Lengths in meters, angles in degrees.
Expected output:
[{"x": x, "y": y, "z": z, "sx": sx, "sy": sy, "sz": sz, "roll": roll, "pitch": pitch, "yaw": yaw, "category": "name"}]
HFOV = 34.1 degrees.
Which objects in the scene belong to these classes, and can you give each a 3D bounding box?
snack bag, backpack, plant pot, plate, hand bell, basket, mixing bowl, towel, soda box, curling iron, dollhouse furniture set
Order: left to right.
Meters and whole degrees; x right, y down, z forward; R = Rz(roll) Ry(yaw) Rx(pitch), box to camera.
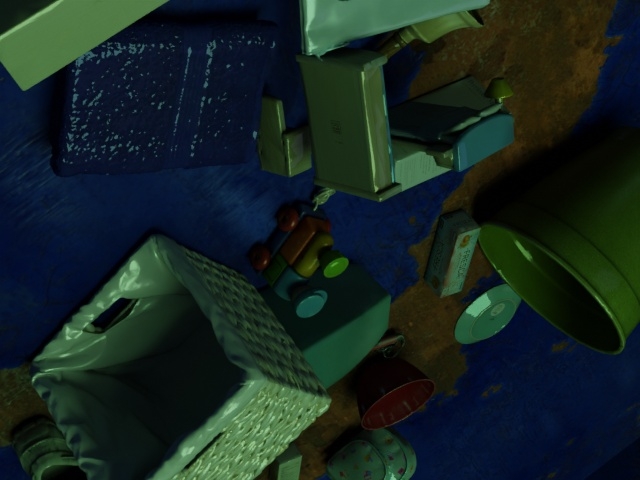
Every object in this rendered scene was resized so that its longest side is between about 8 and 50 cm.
[{"x": -0.216, "y": -0.200, "z": 1.423, "sx": 0.308, "sy": 0.076, "sz": 0.228, "roll": -8, "pitch": 128, "yaw": -34, "category": "towel"}, {"x": -0.222, "y": 0.227, "z": 1.669, "sx": 0.328, "sy": 0.331, "sz": 0.266, "roll": -45, "pitch": 149, "yaw": 11, "category": "basket"}, {"x": 0.005, "y": 0.154, "z": 1.921, "sx": 0.234, "sy": 0.166, "sz": 0.165, "roll": -29, "pitch": 144, "yaw": -26, "category": "plant pot"}, {"x": 0.062, "y": 0.244, "z": 2.163, "sx": 0.274, "sy": 0.035, "sz": 0.068, "roll": -15, "pitch": 138, "yaw": -29, "category": "curling iron"}, {"x": 0.121, "y": 0.518, "z": 2.400, "sx": 0.188, "sy": 0.166, "sz": 0.144, "roll": -43, "pitch": 153, "yaw": 3, "category": "backpack"}, {"x": 0.098, "y": -0.221, "z": 1.562, "sx": 0.303, "sy": 0.286, "sz": 0.198, "roll": -27, "pitch": 121, "yaw": -37, "category": "dollhouse furniture set"}, {"x": 0.146, "y": 0.317, "z": 2.251, "sx": 0.181, "sy": 0.098, "sz": 0.181, "roll": -23, "pitch": 149, "yaw": -15, "category": "mixing bowl"}, {"x": 0.098, "y": -0.437, "z": 1.371, "sx": 0.323, "sy": 0.037, "sz": 0.342, "roll": -20, "pitch": 121, "yaw": -24, "category": "snack bag"}, {"x": 0.115, "y": -0.299, "z": 1.586, "sx": 0.242, "sy": 0.126, "sz": 0.126, "roll": -38, "pitch": 146, "yaw": 21, "category": "hand bell"}, {"x": 0.260, "y": 0.028, "z": 2.073, "sx": 0.058, "sy": 0.063, "sz": 0.183, "roll": -18, "pitch": 140, "yaw": -26, "category": "soda box"}, {"x": 0.387, "y": 0.174, "z": 2.373, "sx": 0.188, "sy": 0.024, "sz": 0.188, "roll": -22, "pitch": 141, "yaw": -19, "category": "plate"}, {"x": 0.561, "y": -0.028, "z": 2.070, "sx": 0.353, "sy": 0.366, "sz": 0.366, "roll": -46, "pitch": 145, "yaw": -10, "category": "plant pot"}]

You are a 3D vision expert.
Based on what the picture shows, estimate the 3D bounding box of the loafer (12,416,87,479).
[{"x": -0.451, "y": 0.433, "z": 1.868, "sx": 0.112, "sy": 0.111, "sz": 0.319, "roll": -33, "pitch": 144, "yaw": -7, "category": "loafer"}]

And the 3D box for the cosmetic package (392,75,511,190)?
[{"x": 0.191, "y": -0.179, "z": 1.745, "sx": 0.231, "sy": 0.117, "sz": 0.085, "roll": -26, "pitch": 144, "yaw": -18, "category": "cosmetic package"}]

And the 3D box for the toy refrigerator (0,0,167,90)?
[{"x": -0.271, "y": -0.299, "z": 1.235, "sx": 0.269, "sy": 0.102, "sz": 0.094, "roll": -34, "pitch": 144, "yaw": -6, "category": "toy refrigerator"}]

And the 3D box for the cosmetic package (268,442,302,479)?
[{"x": -0.079, "y": 0.507, "z": 2.324, "sx": 0.060, "sy": 0.041, "sz": 0.115, "roll": -17, "pitch": 139, "yaw": -26, "category": "cosmetic package"}]

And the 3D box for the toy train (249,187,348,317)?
[{"x": 0.000, "y": 0.000, "z": 1.753, "sx": 0.105, "sy": 0.143, "sz": 0.248, "roll": 13, "pitch": 121, "yaw": -48, "category": "toy train"}]
